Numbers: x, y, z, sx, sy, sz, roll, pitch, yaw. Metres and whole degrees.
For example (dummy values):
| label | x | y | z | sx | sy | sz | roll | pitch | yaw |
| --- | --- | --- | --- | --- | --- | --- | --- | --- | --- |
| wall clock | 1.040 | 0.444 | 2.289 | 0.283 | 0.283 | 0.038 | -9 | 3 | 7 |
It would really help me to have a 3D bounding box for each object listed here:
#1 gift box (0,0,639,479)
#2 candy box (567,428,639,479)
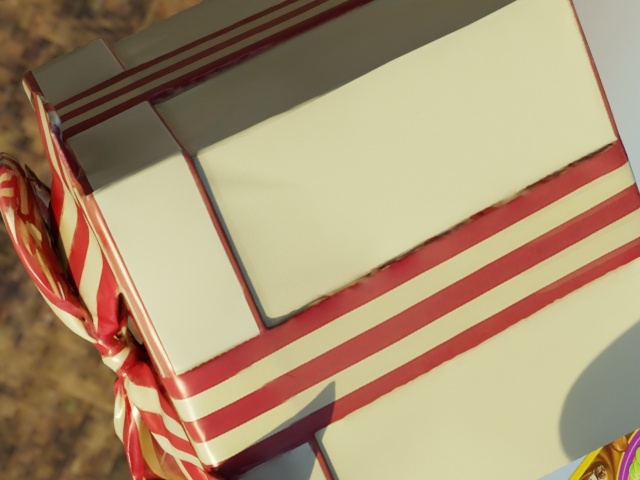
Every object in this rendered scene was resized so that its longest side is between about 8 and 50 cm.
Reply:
| label | x | y | z | sx | sy | sz | roll | pitch | yaw |
| --- | --- | --- | --- | --- | --- | --- | --- | --- | --- |
| gift box | 0.000 | 0.000 | 0.878 | 0.258 | 0.255 | 0.276 | -26 | -162 | -5 |
| candy box | 0.186 | 0.141 | 1.002 | 0.027 | 0.105 | 0.206 | -15 | 148 | -33 |
